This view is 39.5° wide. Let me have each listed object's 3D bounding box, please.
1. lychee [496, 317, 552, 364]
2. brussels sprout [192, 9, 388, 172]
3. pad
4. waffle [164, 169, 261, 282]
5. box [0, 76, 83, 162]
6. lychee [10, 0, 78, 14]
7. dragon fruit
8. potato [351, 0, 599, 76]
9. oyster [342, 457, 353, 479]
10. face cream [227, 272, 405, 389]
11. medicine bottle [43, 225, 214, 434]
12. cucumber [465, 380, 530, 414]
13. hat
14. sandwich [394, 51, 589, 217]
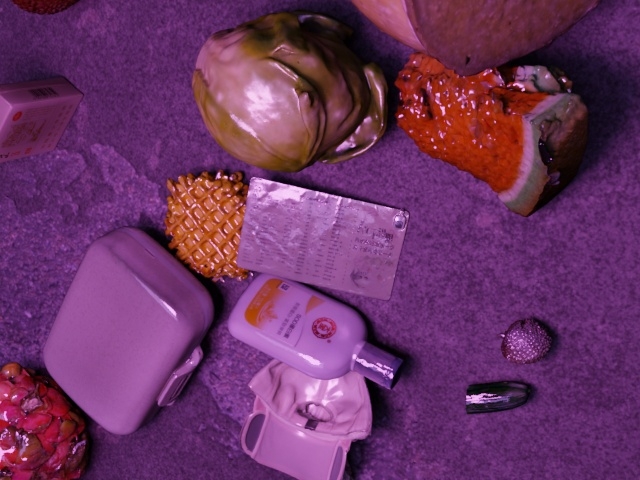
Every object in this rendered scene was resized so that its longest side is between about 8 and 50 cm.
[{"bbox_3d":[0.309,0.155,1.351,0.083,0.068,0.067,6,146,20],"label":"lychee"},{"bbox_3d":[-0.046,-0.222,1.317,0.294,0.259,0.227,26,117,17],"label":"brussels sprout"},{"bbox_3d":[0.000,0.000,1.446,0.265,0.009,0.159,13,108,6],"label":"pad"},{"bbox_3d":[-0.179,-0.023,1.531,0.193,0.070,0.197,-2,104,25],"label":"waffle"},{"bbox_3d":[-0.523,-0.211,1.569,0.058,0.201,0.141,40,116,7],"label":"box"},{"bbox_3d":[-0.469,-0.473,1.497,0.194,0.194,0.194,6,104,23],"label":"lychee"},{"bbox_3d":[-0.587,0.377,1.713,0.269,0.250,0.291,19,116,39],"label":"dragon fruit"},{"bbox_3d":[0.186,-0.460,1.111,0.442,0.385,0.319,-33,50,-12],"label":"potato"},{"bbox_3d":[0.026,0.407,1.558,0.098,0.037,0.100,58,139,23],"label":"oyster"},{"bbox_3d":[-0.002,0.157,1.457,0.291,0.144,0.071,27,150,18],"label":"face cream"},{"bbox_3d":[-0.351,0.169,1.595,0.282,0.123,0.375,40,124,10],"label":"medicine bottle"},{"bbox_3d":[0.278,0.244,1.394,0.105,0.048,0.048,-11,97,22],"label":"cucumber"},{"bbox_3d":[-0.012,0.307,1.516,0.219,0.164,0.226,23,137,15],"label":"hat"},{"bbox_3d":[0.243,-0.184,1.260,0.301,0.250,0.162,34,70,24],"label":"sandwich"}]
